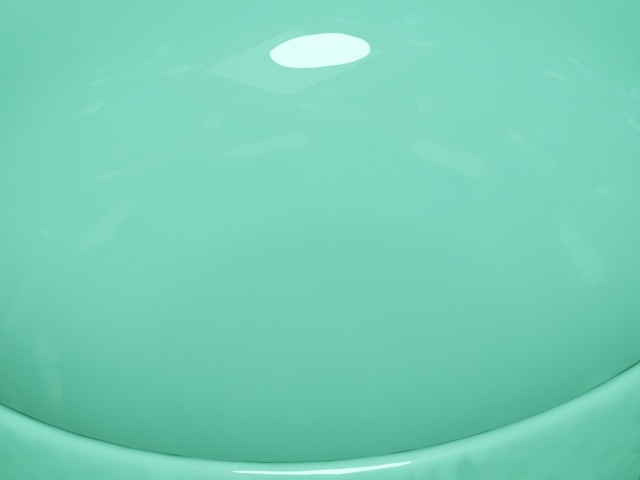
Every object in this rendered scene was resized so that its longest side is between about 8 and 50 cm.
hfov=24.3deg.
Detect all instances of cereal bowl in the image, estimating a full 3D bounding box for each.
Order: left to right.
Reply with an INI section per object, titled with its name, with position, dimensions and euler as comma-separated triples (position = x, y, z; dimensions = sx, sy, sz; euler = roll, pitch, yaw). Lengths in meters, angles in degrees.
[cereal bowl]
position = 0.000, 0.000, 0.552
dimensions = 0.339, 0.339, 0.141
euler = -8, 130, -5
